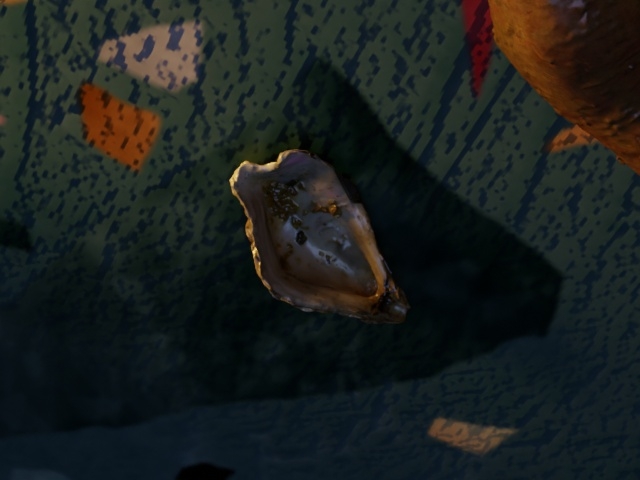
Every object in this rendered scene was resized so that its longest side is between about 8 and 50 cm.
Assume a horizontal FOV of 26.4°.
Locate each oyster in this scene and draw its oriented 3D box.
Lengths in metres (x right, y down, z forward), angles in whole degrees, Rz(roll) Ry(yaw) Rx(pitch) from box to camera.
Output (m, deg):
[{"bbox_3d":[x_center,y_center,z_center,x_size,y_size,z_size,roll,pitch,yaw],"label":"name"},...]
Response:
[{"bbox_3d":[-0.002,0.002,0.565,0.051,0.034,0.093,-25,109,1],"label":"oyster"}]

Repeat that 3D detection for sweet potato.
[{"bbox_3d":[0.104,-0.067,0.495,0.068,0.068,0.226,-23,133,18],"label":"sweet potato"}]
